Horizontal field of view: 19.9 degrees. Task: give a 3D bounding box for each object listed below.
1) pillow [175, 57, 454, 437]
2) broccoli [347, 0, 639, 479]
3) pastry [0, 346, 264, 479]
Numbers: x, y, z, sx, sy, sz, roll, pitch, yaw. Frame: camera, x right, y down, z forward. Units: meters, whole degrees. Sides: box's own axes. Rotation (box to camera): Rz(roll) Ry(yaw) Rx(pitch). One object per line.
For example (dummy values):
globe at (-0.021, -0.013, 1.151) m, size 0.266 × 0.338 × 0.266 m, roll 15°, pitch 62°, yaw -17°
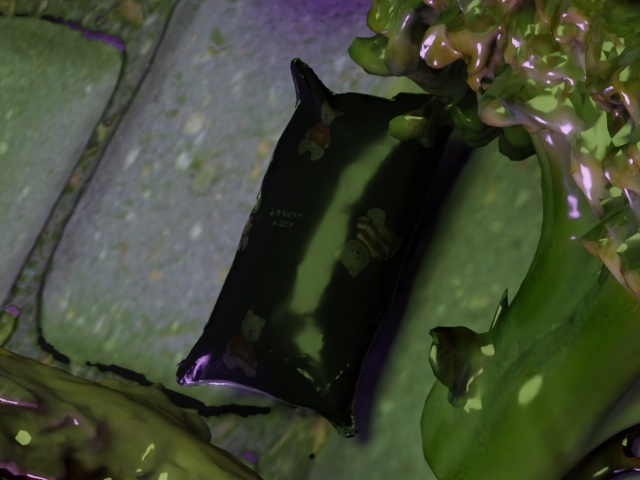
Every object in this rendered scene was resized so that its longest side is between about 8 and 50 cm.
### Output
pillow at (0.001, 0.000, 0.751) m, size 0.090 × 0.048 × 0.150 m, roll 5°, pitch 72°, yaw 54°
broccoli at (0.092, -0.034, 0.586) m, size 0.273 × 0.180 × 0.242 m, roll -43°, pitch 44°, yaw 14°
pastry at (-0.119, 0.160, 0.645) m, size 0.256 × 0.236 × 0.170 m, roll -60°, pitch -1°, yaw 10°
